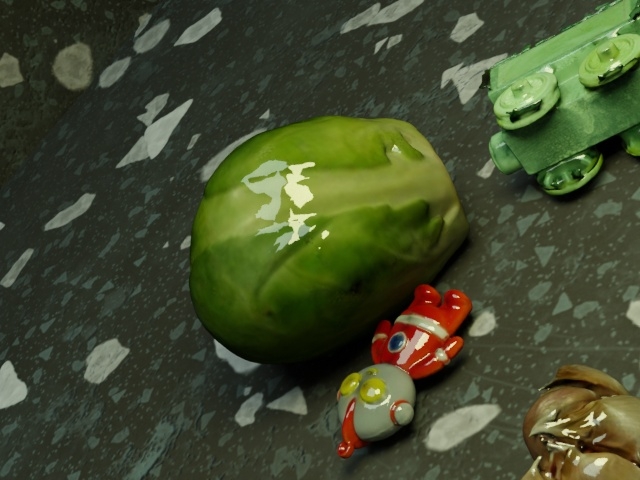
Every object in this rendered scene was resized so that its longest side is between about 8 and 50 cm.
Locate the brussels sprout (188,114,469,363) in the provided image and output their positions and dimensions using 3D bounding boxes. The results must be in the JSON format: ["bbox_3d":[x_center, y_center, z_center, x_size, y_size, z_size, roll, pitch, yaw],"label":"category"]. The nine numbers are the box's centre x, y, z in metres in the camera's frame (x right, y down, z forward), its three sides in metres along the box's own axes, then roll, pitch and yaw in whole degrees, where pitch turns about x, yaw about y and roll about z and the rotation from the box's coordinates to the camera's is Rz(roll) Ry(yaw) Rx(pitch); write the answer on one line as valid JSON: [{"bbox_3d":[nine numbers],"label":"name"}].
[{"bbox_3d":[0.000,0.000,1.631,0.371,0.315,0.275,-34,56,6],"label":"brussels sprout"}]

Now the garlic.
[{"bbox_3d":[0.271,0.215,1.195,0.160,0.191,0.214,12,46,25],"label":"garlic"}]

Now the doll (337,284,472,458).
[{"bbox_3d":[0.089,0.159,1.532,0.142,0.076,0.245,10,56,53],"label":"doll"}]

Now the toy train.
[{"bbox_3d":[0.333,-0.179,1.581,0.272,0.159,0.188,-27,26,25],"label":"toy train"}]
